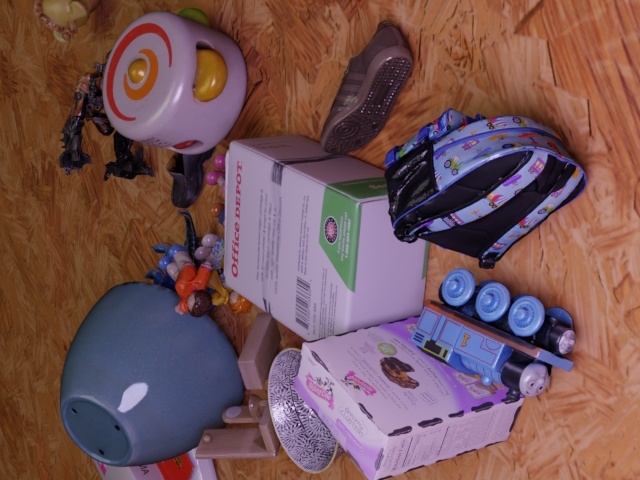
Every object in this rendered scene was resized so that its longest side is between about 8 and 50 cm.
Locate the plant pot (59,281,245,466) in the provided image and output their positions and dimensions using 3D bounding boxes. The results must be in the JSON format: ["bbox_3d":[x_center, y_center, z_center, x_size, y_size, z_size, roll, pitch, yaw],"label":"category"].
[{"bbox_3d":[-0.291,0.237,1.710,0.290,0.195,0.290,16,128,22],"label":"plant pot"}]

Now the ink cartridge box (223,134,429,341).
[{"bbox_3d":[0.000,0.000,1.387,0.289,0.121,0.211,30,122,49],"label":"ink cartridge box"}]

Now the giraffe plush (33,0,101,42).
[{"bbox_3d":[-0.461,-0.452,1.941,0.170,0.210,0.181,53,177,-2],"label":"giraffe plush"}]

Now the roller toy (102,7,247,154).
[{"bbox_3d":[-0.215,-0.226,1.584,0.191,0.146,0.209,-52,52,21],"label":"roller toy"}]

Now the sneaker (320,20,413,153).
[{"bbox_3d":[0.054,-0.182,1.329,0.188,0.066,0.071,-51,40,43],"label":"sneaker"}]

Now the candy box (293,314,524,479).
[{"bbox_3d":[0.096,0.168,1.221,0.165,0.196,0.070,46,134,41],"label":"candy box"}]

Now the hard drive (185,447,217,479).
[{"bbox_3d":[-0.275,0.297,1.952,0.203,0.040,0.308,-29,74,55],"label":"hard drive"}]

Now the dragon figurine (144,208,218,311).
[{"bbox_3d":[-0.214,0.075,1.762,0.144,0.085,0.289,61,143,26],"label":"dragon figurine"}]

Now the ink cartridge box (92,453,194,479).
[{"bbox_3d":[-0.328,0.389,1.968,0.275,0.060,0.239,52,139,36],"label":"ink cartridge box"}]

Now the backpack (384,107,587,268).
[{"bbox_3d":[0.168,-0.066,1.097,0.173,0.158,0.117,-37,49,39],"label":"backpack"}]

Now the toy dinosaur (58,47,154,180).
[{"bbox_3d":[-0.366,-0.222,1.902,0.322,0.164,0.219,148,125,-74],"label":"toy dinosaur"}]

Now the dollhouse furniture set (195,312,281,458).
[{"bbox_3d":[-0.123,0.209,1.578,0.123,0.144,0.151,-5,122,17],"label":"dollhouse furniture set"}]

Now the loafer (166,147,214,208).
[{"bbox_3d":[-0.218,-0.118,1.740,0.062,0.061,0.170,52,138,34],"label":"loafer"}]

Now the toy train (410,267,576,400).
[{"bbox_3d":[0.184,0.099,1.155,0.184,0.080,0.105,24,92,48],"label":"toy train"}]

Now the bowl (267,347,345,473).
[{"bbox_3d":[0.006,0.220,1.474,0.170,0.080,0.170,21,116,52],"label":"bowl"}]

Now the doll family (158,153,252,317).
[{"bbox_3d":[-0.120,0.010,1.607,0.263,0.118,0.163,-61,41,20],"label":"doll family"}]
